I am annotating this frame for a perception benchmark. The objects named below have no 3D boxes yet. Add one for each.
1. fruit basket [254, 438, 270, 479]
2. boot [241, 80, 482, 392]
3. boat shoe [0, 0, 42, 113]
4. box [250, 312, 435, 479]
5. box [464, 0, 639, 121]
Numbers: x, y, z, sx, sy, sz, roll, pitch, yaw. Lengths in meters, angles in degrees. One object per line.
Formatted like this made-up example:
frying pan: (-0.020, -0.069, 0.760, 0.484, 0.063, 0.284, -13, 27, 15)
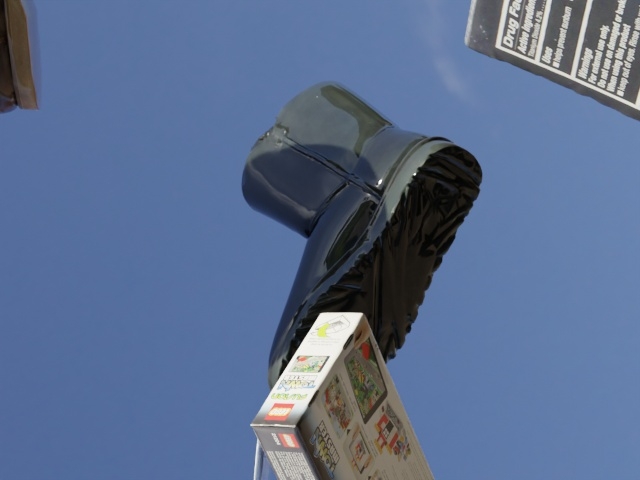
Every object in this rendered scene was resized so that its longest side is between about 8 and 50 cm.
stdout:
fruit basket: (-0.037, 0.310, 1.402, 0.327, 0.166, 0.353, 89, -170, -82)
boot: (0.000, 0.000, 1.458, 0.094, 0.207, 0.246, 33, -92, -36)
boat shoe: (-0.215, -0.180, 1.136, 0.073, 0.073, 0.207, -80, -11, -85)
box: (0.027, 0.163, 1.240, 0.114, 0.036, 0.207, -56, -47, -43)
box: (0.266, -0.208, 1.071, 0.294, 0.296, 0.182, 26, -125, 15)
